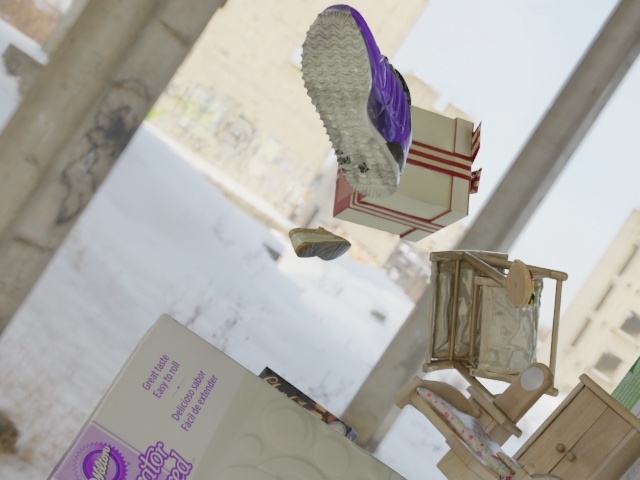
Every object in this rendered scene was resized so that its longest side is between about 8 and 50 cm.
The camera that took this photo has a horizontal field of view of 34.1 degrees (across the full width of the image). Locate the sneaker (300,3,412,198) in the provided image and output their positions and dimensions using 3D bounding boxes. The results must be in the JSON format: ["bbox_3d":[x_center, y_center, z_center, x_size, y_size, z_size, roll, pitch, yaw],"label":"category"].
[{"bbox_3d":[0.063,-0.213,1.447,0.102,0.146,0.293,7,-46,27],"label":"sneaker"}]

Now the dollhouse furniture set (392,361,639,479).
[{"bbox_3d":[0.213,0.182,1.185,0.355,0.174,0.303,40,2,-41],"label":"dollhouse furniture set"}]

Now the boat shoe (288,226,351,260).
[{"bbox_3d":[0.000,0.000,1.622,0.135,0.050,0.045,9,43,-57],"label":"boat shoe"}]

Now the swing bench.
[{"bbox_3d":[0.338,0.164,2.072,0.165,0.253,0.254,-4,13,-29],"label":"swing bench"}]

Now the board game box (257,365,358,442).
[{"bbox_3d":[-0.069,0.373,2.029,0.243,0.165,0.042,30,-16,35],"label":"board game box"}]

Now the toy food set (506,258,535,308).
[{"bbox_3d":[0.336,0.074,1.750,0.020,0.083,0.083,-1,7,-17],"label":"toy food set"}]

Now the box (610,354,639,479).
[{"bbox_3d":[0.424,0.267,1.272,0.058,0.232,0.322,18,35,-8],"label":"box"}]

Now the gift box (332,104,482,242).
[{"bbox_3d":[0.202,-0.168,2.294,0.258,0.276,0.255,16,-17,-22],"label":"gift box"}]

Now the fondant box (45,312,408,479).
[{"bbox_3d":[-0.083,0.259,0.996,0.330,0.096,0.238,35,43,-6],"label":"fondant box"}]
